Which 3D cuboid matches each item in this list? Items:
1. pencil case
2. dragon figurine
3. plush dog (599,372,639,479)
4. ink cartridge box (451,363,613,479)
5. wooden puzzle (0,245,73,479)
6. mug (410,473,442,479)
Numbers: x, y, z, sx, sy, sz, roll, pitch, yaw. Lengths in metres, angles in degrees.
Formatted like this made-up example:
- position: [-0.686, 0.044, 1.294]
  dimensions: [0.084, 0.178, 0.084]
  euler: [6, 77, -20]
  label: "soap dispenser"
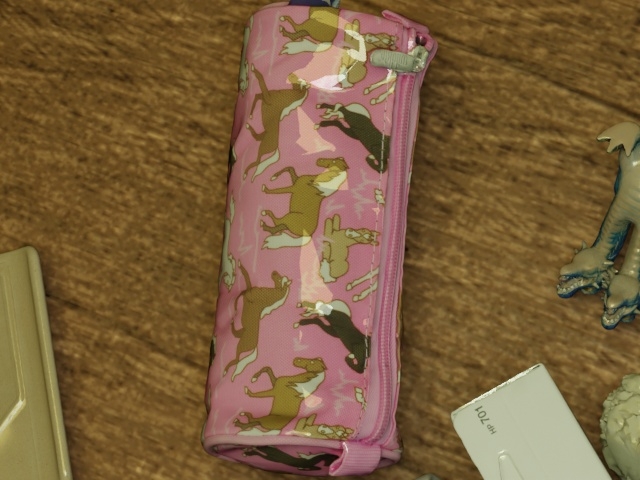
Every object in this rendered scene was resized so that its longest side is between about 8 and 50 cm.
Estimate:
- position: [0.000, 0.000, 1.558]
  dimensions: [0.160, 0.167, 0.386]
  euler: [8, 75, -7]
  label: "pencil case"
- position: [0.280, -0.063, 1.555]
  dimensions: [0.085, 0.144, 0.289]
  euler: [29, 62, 20]
  label: "dragon figurine"
- position: [0.370, 0.146, 1.437]
  dimensions: [0.225, 0.210, 0.262]
  euler: [-28, 69, -26]
  label: "plush dog"
- position: [0.176, 0.192, 1.437]
  dimensions: [0.082, 0.190, 0.139]
  euler: [-29, 62, 2]
  label: "ink cartridge box"
- position: [-0.327, 0.135, 1.652]
  dimensions: [0.239, 0.044, 0.221]
  euler: [-15, 71, 12]
  label: "wooden puzzle"
- position: [-0.019, 0.328, 1.428]
  dimensions: [0.328, 0.276, 0.374]
  euler: [-26, 39, 6]
  label: "mug"
